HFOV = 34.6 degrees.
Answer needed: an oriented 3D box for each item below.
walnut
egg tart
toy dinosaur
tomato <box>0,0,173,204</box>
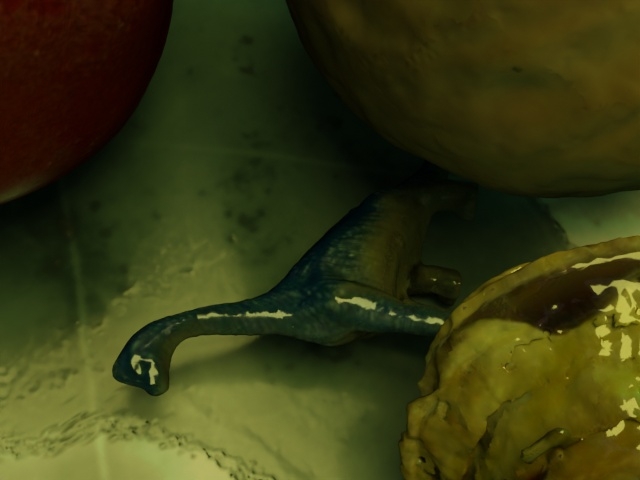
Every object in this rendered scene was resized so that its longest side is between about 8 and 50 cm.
[{"bbox_3d":[0.149,-0.190,0.547,0.381,0.381,0.381,4,67,-9],"label":"walnut"},{"bbox_3d":[0.154,0.111,0.515,0.241,0.241,0.106,14,33,-5],"label":"egg tart"},{"bbox_3d":[0.000,0.000,0.614,0.188,0.075,0.248,12,53,-1],"label":"toy dinosaur"},{"bbox_3d":[-0.213,-0.178,0.522,0.289,0.293,0.325,8,47,-12],"label":"tomato"}]
